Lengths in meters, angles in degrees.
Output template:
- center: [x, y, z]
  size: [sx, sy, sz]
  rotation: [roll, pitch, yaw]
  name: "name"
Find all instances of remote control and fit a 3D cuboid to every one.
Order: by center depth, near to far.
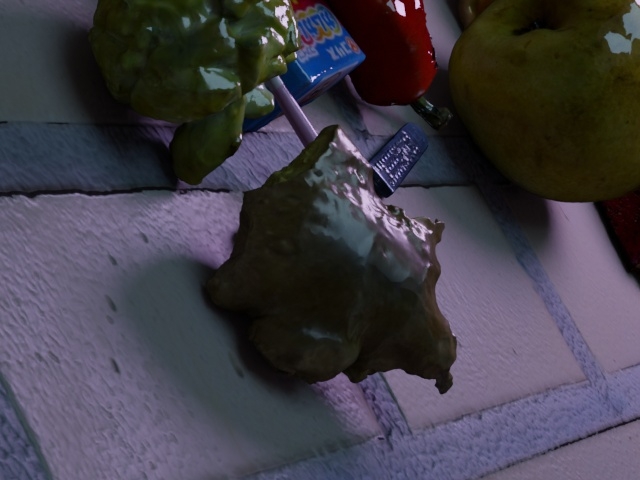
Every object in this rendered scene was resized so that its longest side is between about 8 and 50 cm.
- center: [0.086, -0.092, 1.856]
  size: [0.043, 0.027, 0.152]
  rotation: [55, 28, -8]
  name: "remote control"

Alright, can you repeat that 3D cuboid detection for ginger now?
- center: [0.032, 0.047, 1.474]
  size: [0.270, 0.123, 0.219]
  rotation: [47, 65, -10]
  name: "ginger"

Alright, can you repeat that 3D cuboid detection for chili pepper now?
- center: [0.059, -0.244, 1.799]
  size: [0.387, 0.110, 0.110]
  rotation: [63, 11, -54]
  name: "chili pepper"

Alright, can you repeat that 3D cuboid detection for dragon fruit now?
- center: [0.457, -0.071, 2.311]
  size: [0.163, 0.189, 0.262]
  rotation: [-5, 64, -25]
  name: "dragon fruit"

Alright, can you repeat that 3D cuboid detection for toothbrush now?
- center: [-0.031, -0.129, 1.600]
  size: [0.020, 0.025, 0.286]
  rotation: [-39, 104, -26]
  name: "toothbrush"

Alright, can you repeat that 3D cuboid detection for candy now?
- center: [-0.097, -0.269, 1.682]
  size: [0.306, 0.100, 0.157]
  rotation: [56, 27, 0]
  name: "candy"

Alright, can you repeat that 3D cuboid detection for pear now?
- center: [0.318, -0.187, 2.063]
  size: [0.304, 0.304, 0.304]
  rotation: [38, 32, -29]
  name: "pear"

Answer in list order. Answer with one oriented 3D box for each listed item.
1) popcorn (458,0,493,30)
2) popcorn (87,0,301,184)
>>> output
- center: [0.347, -0.361, 2.316]
  size: [0.381, 0.349, 0.349]
  rotation: [16, 41, -15]
  name: "popcorn"
- center: [-0.113, -0.162, 1.484]
  size: [0.198, 0.198, 0.212]
  rotation: [-54, 133, -61]
  name: "popcorn"
